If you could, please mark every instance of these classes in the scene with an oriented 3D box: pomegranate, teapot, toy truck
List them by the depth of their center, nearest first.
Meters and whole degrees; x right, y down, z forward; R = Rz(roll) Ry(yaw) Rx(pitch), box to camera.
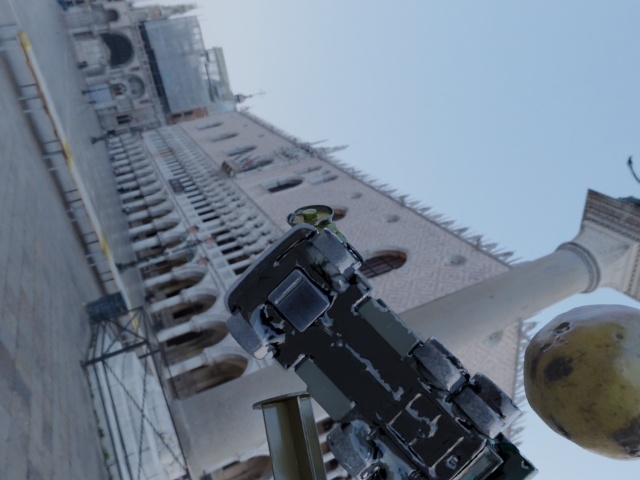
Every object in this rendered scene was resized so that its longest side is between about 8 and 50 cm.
[{"bbox_3d":[0.046,0.105,0.372,0.253,0.114,0.124,46,-1,5],"label":"toy truck"},{"bbox_3d":[0.519,0.251,0.880,0.281,0.281,0.281,55,-25,41],"label":"pomegranate"},{"bbox_3d":[0.000,0.000,0.958,0.166,0.130,0.119,19,-51,48],"label":"teapot"}]

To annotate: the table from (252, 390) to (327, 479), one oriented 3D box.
[{"bbox_3d":[-0.061,0.490,1.151,0.167,0.167,0.226,111,-32,-62],"label":"table"}]
